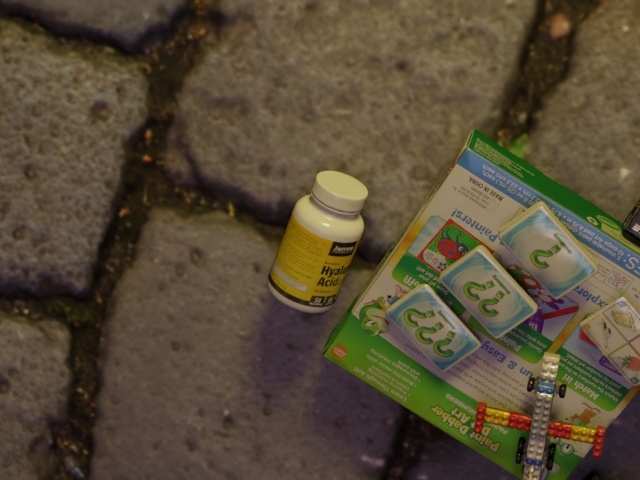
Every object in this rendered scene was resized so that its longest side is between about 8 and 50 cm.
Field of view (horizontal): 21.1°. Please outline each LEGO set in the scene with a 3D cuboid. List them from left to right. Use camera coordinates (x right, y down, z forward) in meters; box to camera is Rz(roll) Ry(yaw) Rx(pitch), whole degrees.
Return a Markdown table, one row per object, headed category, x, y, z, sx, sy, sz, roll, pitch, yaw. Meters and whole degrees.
| category | x | y | z | sx | sy | sz | roll | pitch | yaw |
| --- | --- | --- | --- | --- | --- | --- | --- | --- | --- |
| LEGO set | 0.193 | 0.111 | 1.459 | 0.182 | 0.060 | 0.244 | -36 | 103 | 28 |

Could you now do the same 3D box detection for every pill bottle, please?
| category | x | y | z | sx | sy | sz | roll | pitch | yaw |
| --- | --- | --- | --- | --- | --- | --- | --- | --- | --- |
| pill bottle | 0.000 | 0.000 | 1.502 | 0.065 | 0.065 | 0.116 | 22 | 117 | 2 |

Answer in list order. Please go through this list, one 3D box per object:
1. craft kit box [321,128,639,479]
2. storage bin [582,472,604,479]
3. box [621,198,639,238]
| category | x | y | z | sx | sy | sz | roll | pitch | yaw |
| --- | --- | --- | --- | --- | --- | --- | --- | --- | --- |
| craft kit box | 0.169 | 0.068 | 1.504 | 0.250 | 0.061 | 0.246 | 33 | 114 | -3 |
| storage bin | 0.225 | 0.316 | 1.564 | 0.084 | 0.122 | 0.180 | 35 | 116 | -5 |
| box | 0.306 | -0.016 | 1.442 | 0.083 | 0.018 | 0.067 | 34 | 96 | -3 |
